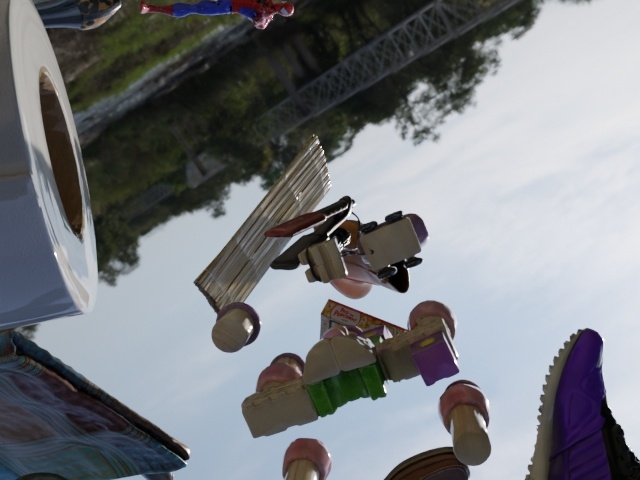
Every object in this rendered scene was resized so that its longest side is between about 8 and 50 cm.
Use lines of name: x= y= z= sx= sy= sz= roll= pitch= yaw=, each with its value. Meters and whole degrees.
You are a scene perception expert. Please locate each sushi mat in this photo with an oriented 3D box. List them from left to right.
sushi mat: x=-0.081 y=-0.018 z=1.133 sx=0.019 sy=0.151 sz=0.316 roll=25 pitch=-116 yaw=25

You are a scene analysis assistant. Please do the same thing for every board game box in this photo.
board game box: x=0.093 y=0.212 z=1.486 sx=0.146 sy=0.194 sz=0.045 roll=94 pitch=21 yaw=-51

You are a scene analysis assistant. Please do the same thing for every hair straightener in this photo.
hair straightener: x=0.000 y=0.000 z=0.930 sx=0.047 sy=0.088 sz=0.230 roll=-1 pitch=-165 yaw=24

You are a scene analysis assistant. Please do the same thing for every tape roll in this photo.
tape roll: x=-0.274 y=-0.049 z=0.517 sx=0.169 sy=0.246 sz=0.246 roll=-11 pitch=-172 yaw=-11

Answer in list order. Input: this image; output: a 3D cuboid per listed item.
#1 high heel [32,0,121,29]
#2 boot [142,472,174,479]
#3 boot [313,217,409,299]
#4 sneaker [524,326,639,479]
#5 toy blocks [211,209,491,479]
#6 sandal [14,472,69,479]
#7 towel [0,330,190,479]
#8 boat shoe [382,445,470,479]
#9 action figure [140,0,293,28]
high heel: x=-0.453 y=-0.434 z=1.199 sx=0.186 sy=0.261 sz=0.093 roll=-14 pitch=141 yaw=-19
boot: x=-0.356 y=0.408 z=1.344 sx=0.076 sy=0.208 sz=0.190 roll=-32 pitch=-155 yaw=-9
boot: x=0.105 y=0.070 z=1.491 sx=0.104 sy=0.295 sz=0.211 roll=-46 pitch=-133 yaw=-16
sneaker: x=0.338 y=0.259 z=0.863 sx=0.146 sy=0.102 sz=0.293 roll=11 pitch=-100 yaw=27
toy blocks: x=0.042 y=0.135 z=0.907 sx=0.289 sy=0.308 sz=0.260 roll=-21 pitch=-174 yaw=10
sandal: x=-0.209 y=0.345 z=0.670 sx=0.120 sy=0.302 sz=0.086 roll=-2 pitch=136 yaw=-52
towel: x=-0.364 y=0.210 z=0.766 sx=0.370 sy=0.271 sz=0.040 roll=-17 pitch=-135 yaw=26
boat shoe: x=0.132 y=0.472 z=1.212 sx=0.307 sy=0.110 sz=0.104 roll=-35 pitch=-159 yaw=7
action figure: x=-0.179 y=-0.444 z=1.276 sx=0.281 sy=0.091 sz=0.139 roll=3 pitch=179 yaw=-14
